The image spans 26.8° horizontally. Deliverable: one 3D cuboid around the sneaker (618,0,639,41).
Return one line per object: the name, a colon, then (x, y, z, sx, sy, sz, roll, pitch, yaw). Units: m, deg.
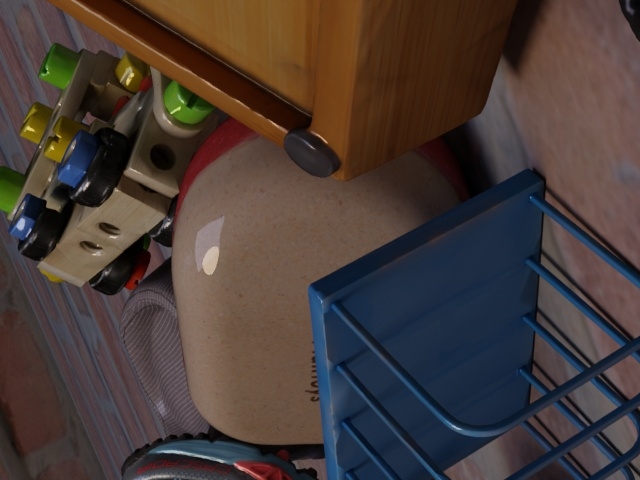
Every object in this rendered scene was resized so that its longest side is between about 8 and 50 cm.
sneaker: (0.130, -0.078, 0.322, 0.063, 0.074, 0.170, 67, 161, -5)

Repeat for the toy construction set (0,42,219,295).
toy construction set: (-0.127, -0.087, 0.878, 0.328, 0.151, 0.215, 122, 166, -61)

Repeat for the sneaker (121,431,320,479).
sneaker: (-0.018, 0.217, 0.838, 0.261, 0.125, 0.104, 28, 144, 1)

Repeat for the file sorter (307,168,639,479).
file sorter: (0.076, 0.081, 0.598, 0.104, 0.118, 0.170, 46, 153, 38)

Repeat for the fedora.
fedora: (-0.062, 0.085, 0.955, 0.244, 0.124, 0.275, 64, 161, 6)

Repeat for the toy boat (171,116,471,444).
toy boat: (0.000, 0.000, 0.713, 0.231, 0.151, 0.151, 92, 176, -53)

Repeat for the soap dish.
soap dish: (-0.032, -0.157, 0.452, 0.229, 0.118, 0.291, 33, 158, 12)
